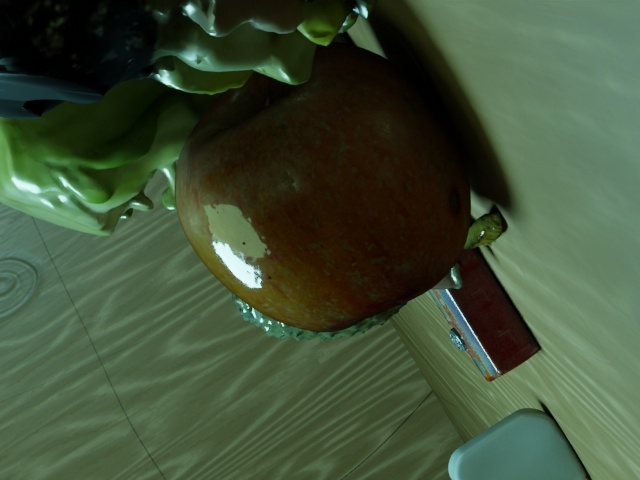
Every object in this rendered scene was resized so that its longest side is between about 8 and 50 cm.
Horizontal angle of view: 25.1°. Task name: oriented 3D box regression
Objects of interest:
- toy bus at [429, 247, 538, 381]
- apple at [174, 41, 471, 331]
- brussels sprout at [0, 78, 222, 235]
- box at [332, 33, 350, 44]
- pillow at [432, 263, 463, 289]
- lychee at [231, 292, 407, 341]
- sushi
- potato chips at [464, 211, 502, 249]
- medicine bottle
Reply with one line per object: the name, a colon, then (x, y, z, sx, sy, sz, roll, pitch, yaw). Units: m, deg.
toy bus: (0.146, 0.048, 1.449, 0.192, 0.065, 0.077, 58, 167, 2)
apple: (0.010, -0.036, 1.178, 0.253, 0.253, 0.253, 58, 178, 3)
brussels sprout: (-0.204, -0.197, 1.329, 0.314, 0.371, 0.276, 29, 164, -15)
box: (0.001, -0.186, 1.454, 0.244, 0.055, 0.103, 57, 177, 22)
pillow: (0.046, -0.033, 1.376, 0.171, 0.075, 0.179, 0, 127, 41)
lychee: (0.000, 0.000, 1.691, 0.255, 0.274, 0.255, 28, 151, 17)
sushi: (-0.124, -0.245, 0.924, 0.328, 0.285, 0.329, 144, 116, -83)
potato chips: (0.138, -0.009, 1.276, 0.204, 0.026, 0.037, -158, 50, -88)
medicine bottle: (0.210, 0.284, 1.678, 0.119, 0.183, 0.069, 58, 177, -5)
